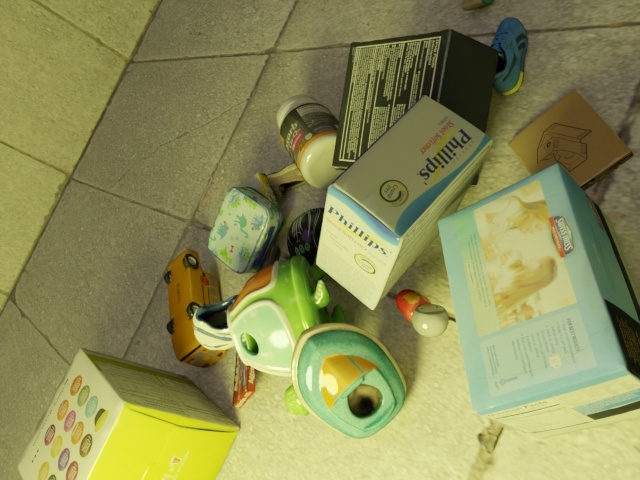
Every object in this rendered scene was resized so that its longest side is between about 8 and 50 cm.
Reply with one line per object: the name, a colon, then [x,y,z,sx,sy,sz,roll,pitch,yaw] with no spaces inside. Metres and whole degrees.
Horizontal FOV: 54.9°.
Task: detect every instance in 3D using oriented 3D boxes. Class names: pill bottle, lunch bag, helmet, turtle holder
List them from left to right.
lunch bag: [-0.208,-0.025,1.705,0.176,0.090,0.218,34,111,27]
turtle holder: [-0.062,0.196,1.349,0.228,0.320,0.243,-18,39,4]
pill bottle: [-0.016,-0.272,1.651,0.162,0.162,0.278,-47,41,15]
helmet: [0.000,0.000,1.485,0.169,0.169,0.161,-27,67,34]

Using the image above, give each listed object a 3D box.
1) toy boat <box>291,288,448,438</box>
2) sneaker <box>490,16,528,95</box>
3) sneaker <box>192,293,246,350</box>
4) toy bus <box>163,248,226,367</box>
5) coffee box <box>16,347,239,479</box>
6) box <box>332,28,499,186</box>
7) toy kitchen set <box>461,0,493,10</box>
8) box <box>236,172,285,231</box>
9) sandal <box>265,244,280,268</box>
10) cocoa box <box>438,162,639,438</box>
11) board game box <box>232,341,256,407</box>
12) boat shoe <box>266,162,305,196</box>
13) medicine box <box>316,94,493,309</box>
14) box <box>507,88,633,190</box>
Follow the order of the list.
toy boat: [0.100,0.223,1.166,0.318,0.267,0.148,-46,22,-1]
sneaker: [0.407,-0.424,1.360,0.069,0.082,0.209,-13,57,44]
sneaker: [-0.155,0.179,1.459,0.297,0.131,0.111,-17,58,-8]
toy bus: [-0.359,0.187,1.761,0.108,0.130,0.332,-39,44,25]
coffee box: [-0.473,0.513,1.525,0.334,0.338,0.337,22,85,50]
box: [0.204,-0.282,1.359,0.294,0.183,0.296,14,97,50]
toy kitchen set: [0.386,-0.683,1.469,0.122,0.166,0.207,-1,68,47]
box: [-0.169,-0.090,1.753,0.105,0.043,0.179,-29,77,32]
sandal: [-0.118,0.120,1.600,0.060,0.090,0.219,7,70,4]
cocoa box: [0.361,0.103,0.976,0.231,0.228,0.347,-28,49,33]
board game box: [-0.188,0.267,1.566,0.145,0.027,0.281,123,152,-54]
boat shoe: [-0.120,-0.156,1.771,0.190,0.068,0.072,-27,62,34]
medicine box: [0.138,-0.060,1.100,0.149,0.289,0.263,38,65,15]
box: [0.473,-0.177,1.189,0.164,0.021,0.201,-40,44,23]
